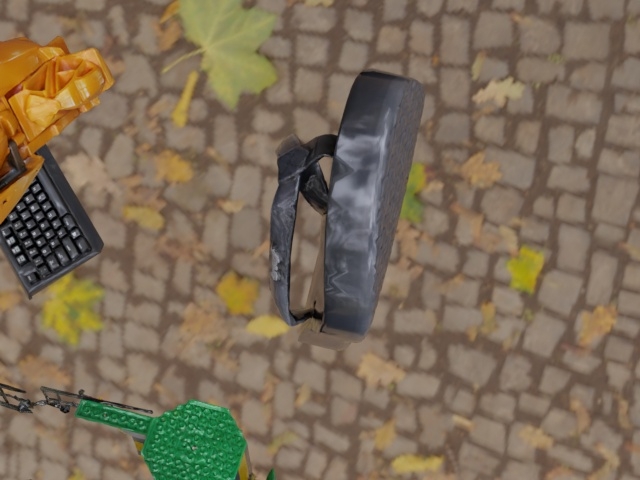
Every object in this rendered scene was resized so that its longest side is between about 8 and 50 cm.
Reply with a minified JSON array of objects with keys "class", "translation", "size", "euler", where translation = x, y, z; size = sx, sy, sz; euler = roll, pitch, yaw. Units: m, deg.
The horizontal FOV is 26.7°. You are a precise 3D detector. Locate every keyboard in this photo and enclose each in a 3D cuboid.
[{"class":"keyboard","translation":[-0.270,-0.037,1.142],"size":[0.108,0.023,0.180],"euler":[-33,71,0]}]

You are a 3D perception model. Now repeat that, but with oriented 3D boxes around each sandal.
[{"class":"sandal","translation":[0.000,0.001,0.588],"size":[0.055,0.097,0.254],"euler":[14,163,-1]}]

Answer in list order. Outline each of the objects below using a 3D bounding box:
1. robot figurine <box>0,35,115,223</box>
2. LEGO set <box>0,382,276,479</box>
[{"class":"robot figurine","translation":[-0.222,-0.047,0.560],"size":[0.085,0.291,0.211],"euler":[-1,125,38]},{"class":"LEGO set","translation":[-0.196,0.210,0.859],"size":[0.331,0.255,0.192],"euler":[5,149,5]}]
